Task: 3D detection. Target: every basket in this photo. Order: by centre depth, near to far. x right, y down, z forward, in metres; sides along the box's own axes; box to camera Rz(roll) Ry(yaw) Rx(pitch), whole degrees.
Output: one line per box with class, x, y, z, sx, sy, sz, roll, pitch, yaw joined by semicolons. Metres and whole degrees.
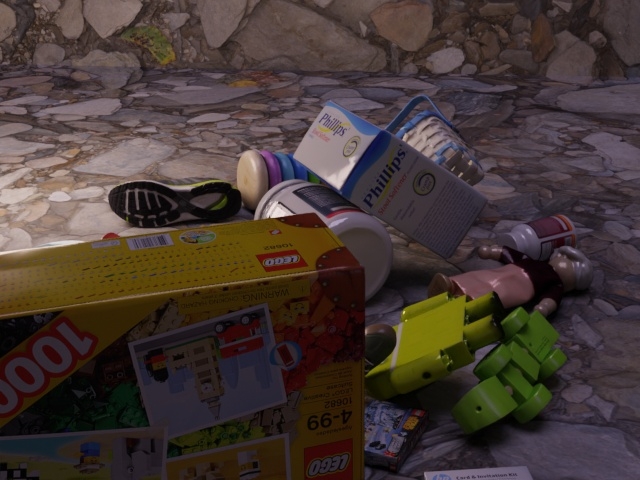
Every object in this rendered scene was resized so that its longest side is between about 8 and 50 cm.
basket;0.210;-0.178;2.361;0.201;0.255;0.289;34;14;-47

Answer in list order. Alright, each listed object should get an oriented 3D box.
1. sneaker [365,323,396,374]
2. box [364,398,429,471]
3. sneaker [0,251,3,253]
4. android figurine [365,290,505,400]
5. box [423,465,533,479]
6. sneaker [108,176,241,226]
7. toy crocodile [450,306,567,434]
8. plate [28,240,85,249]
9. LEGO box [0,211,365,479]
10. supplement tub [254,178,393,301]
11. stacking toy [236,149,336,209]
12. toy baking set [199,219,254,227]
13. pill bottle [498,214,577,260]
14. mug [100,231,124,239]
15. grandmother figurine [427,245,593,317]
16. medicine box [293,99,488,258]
sneaker;0.042;0.210;1.578;0.192;0.064;0.086;-38;27;26
box;0.094;0.285;1.533;0.094;0.027;0.137;8;24;24
sneaker;-0.573;0.097;1.951;0.152;0.114;0.305;16;6;-35
android figurine;0.160;0.166;1.650;0.273;0.056;0.248;-24;17;20
box;0.220;0.361;1.334;0.145;0.038;0.186;-2;21;-4
sneaker;-0.335;-0.094;2.391;0.300;0.111;0.121;1;12;-10
toy crocodile;0.303;0.203;1.642;0.115;0.105;0.340;46;31;2
plate;-0.533;0.046;2.138;0.188;0.024;0.188;-1;22;1
LEGO box;-0.209;0.195;1.316;0.501;0.372;0.193;-8;24;-16
supplement tub;0.000;0.000;2.010;0.191;0.191;0.272;-11;25;-24
stacking toy;-0.024;-0.152;2.480;0.331;0.141;0.141;-5;22;-24
toy baking set;-0.196;0.007;2.219;0.197;0.030;0.256;7;24;10
pill bottle;0.442;0.001;2.129;0.152;0.086;0.086;-13;25;-28
mug;-0.334;0.046;2.022;0.169;0.113;0.150;10;26;17
grandmother figurine;0.368;0.079;1.945;0.343;0.104;0.207;-10;51;-28
medicine box;0.132;-0.123;2.048;0.289;0.149;0.263;29;6;-28
